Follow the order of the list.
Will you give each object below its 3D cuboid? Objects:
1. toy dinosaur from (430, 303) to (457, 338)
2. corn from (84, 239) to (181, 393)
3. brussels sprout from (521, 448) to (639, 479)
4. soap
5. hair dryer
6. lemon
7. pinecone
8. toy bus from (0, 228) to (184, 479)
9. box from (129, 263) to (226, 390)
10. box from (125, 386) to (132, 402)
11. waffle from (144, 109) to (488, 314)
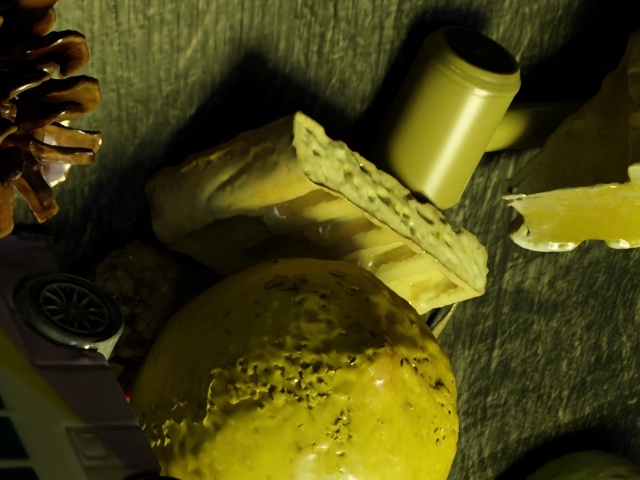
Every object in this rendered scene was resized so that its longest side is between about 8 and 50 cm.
[{"bbox_3d":[0.089,0.136,1.647,0.162,0.039,0.126,-39,154,-5],"label":"toy dinosaur"},{"bbox_3d":[-0.197,0.107,1.341,0.086,0.086,0.253,8,125,-43],"label":"corn"},{"bbox_3d":[0.315,0.383,1.918,0.316,0.243,0.274,-21,148,-25],"label":"brussels sprout"},{"bbox_3d":[0.314,-0.171,1.419,0.304,0.339,0.169,-3,152,23],"label":"soap"},{"bbox_3d":[0.171,-0.110,1.410,0.278,0.090,0.135,-6,132,-43],"label":"hair dryer"},{"bbox_3d":[-0.026,0.152,1.276,0.258,0.258,0.310,-15,156,-26],"label":"lemon"},{"bbox_3d":[-0.227,-0.094,1.011,0.207,0.208,0.208,-22,141,-19],"label":"pinecone"},{"bbox_3d":[-0.236,0.200,1.118,0.249,0.440,0.209,4,128,-39],"label":"toy bus"},{"bbox_3d":[-0.118,0.086,1.399,0.089,0.062,0.122,11,122,-45],"label":"box"},{"bbox_3d":[-0.213,0.224,1.498,0.139,0.035,0.245,10,125,-44],"label":"box"},{"bbox_3d":[0.000,0.000,1.329,0.168,0.057,0.274,-21,144,31],"label":"waffle"}]
